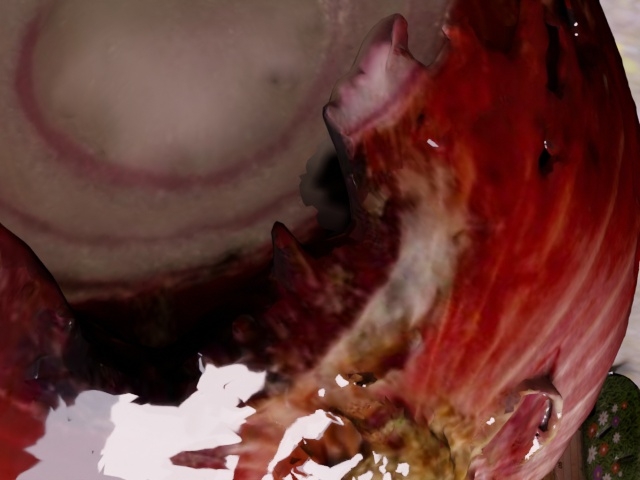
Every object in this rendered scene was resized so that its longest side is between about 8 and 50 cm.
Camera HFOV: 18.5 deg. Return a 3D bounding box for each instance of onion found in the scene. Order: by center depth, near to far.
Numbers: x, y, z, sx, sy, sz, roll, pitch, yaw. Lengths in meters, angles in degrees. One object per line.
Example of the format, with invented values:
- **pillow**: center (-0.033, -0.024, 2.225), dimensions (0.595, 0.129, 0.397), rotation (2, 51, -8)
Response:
- **onion**: center (-0.036, 0.002, 0.735), dimensions (0.341, 0.341, 0.341), rotation (-2, 152, -1)

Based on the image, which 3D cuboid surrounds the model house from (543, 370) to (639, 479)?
- **model house**: center (0.074, 0.205, 1.296), dimensions (0.154, 0.207, 0.294), rotation (18, 145, -28)
